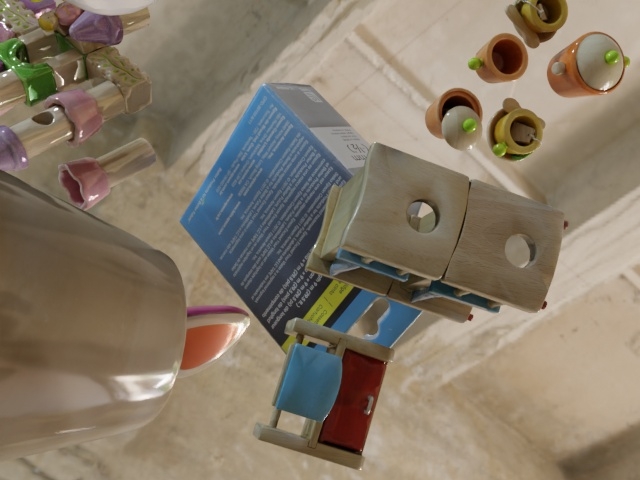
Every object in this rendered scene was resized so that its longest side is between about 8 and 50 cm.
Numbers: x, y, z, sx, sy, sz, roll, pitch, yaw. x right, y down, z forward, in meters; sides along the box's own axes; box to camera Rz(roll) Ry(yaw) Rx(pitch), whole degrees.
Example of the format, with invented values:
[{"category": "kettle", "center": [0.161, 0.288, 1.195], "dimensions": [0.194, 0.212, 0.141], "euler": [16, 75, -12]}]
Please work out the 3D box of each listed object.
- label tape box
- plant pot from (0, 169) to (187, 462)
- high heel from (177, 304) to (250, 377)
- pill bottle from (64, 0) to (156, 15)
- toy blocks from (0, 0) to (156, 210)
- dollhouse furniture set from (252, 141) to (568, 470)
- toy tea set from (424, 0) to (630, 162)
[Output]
[{"category": "label tape box", "center": [0.000, 0.000, 1.024], "dimensions": [0.347, 0.115, 0.249], "euler": [47, -60, 19]}, {"category": "plant pot", "center": [-0.294, 0.076, 0.753], "dimensions": [0.280, 0.323, 0.323], "euler": [12, -39, -36]}, {"category": "high heel", "center": [-0.312, 0.143, 1.270], "dimensions": [0.377, 0.181, 0.127], "euler": [-13, -55, -20]}, {"category": "pill bottle", "center": [-0.170, -0.221, 0.326], "dimensions": [0.272, 0.152, 0.152], "euler": [30, -46, 6]}, {"category": "toy blocks", "center": [-0.384, -0.207, 0.943], "dimensions": [0.288, 0.260, 0.309], "euler": [41, -36, 23]}, {"category": "dollhouse furniture set", "center": [0.052, 0.058, 0.502], "dimensions": [0.129, 0.183, 0.129], "euler": [19, -12, -7]}, {"category": "toy tea set", "center": [0.313, -0.236, 1.162], "dimensions": [0.200, 0.336, 0.124], "euler": [46, -15, -12]}]
